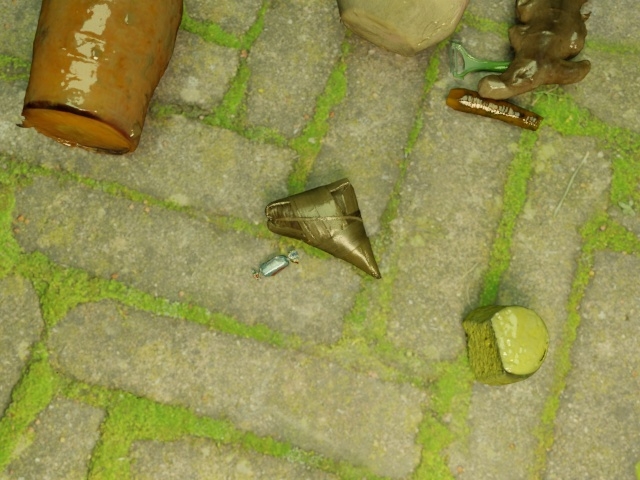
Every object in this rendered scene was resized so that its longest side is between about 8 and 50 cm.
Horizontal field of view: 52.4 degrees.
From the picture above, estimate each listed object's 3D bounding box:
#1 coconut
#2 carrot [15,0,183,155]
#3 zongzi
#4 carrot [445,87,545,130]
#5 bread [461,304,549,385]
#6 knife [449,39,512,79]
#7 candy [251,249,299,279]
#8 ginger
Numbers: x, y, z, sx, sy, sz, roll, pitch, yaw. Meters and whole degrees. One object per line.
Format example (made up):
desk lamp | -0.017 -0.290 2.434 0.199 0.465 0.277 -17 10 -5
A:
coconut | 0.148 -0.441 1.089 0.227 0.227 0.230 26 90 6
carrot | -0.355 -0.331 1.073 0.224 0.224 0.340 11 78 4
zongzi | 0.000 0.000 1.074 0.160 0.078 0.176 -16 86 4
carrot | 0.303 -0.227 1.131 0.171 0.042 0.042 19 79 3
bread | 0.291 0.159 1.013 0.111 0.114 0.129 -16 81 -9
knife | 0.311 -0.317 1.156 0.166 0.022 0.078 2 78 -5
candy | -0.074 0.044 1.089 0.083 0.020 0.030 -29 78 -4
ginger | 0.404 -0.367 1.127 0.166 0.080 0.332 22 70 11
